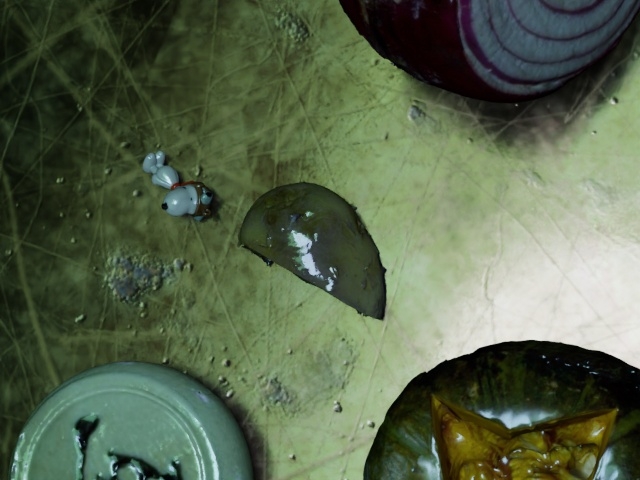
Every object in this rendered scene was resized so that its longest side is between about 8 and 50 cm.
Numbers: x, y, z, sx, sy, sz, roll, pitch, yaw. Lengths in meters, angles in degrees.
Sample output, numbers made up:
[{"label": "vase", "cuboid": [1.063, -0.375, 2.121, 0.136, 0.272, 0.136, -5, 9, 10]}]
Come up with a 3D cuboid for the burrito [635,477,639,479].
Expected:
[{"label": "burrito", "cuboid": [0.387, 0.319, 1.766, 0.175, 0.107, 0.347, -29, 116, -23]}]

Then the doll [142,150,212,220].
[{"label": "doll", "cuboid": [-0.147, -0.055, 2.043, 0.085, 0.058, 0.040, 61, 139, 40]}]

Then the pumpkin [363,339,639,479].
[{"label": "pumpkin", "cuboid": [0.191, 0.247, 1.848, 0.320, 0.192, 0.320, -1, 84, 11]}]

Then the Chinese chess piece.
[{"label": "Chinese chess piece", "cuboid": [-0.191, 0.246, 1.985, 0.250, 0.101, 0.250, -2, 83, 14]}]

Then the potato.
[{"label": "potato", "cuboid": [0.000, 0.000, 1.975, 0.172, 0.089, 0.100, 32, 89, 16]}]

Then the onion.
[{"label": "onion", "cuboid": [0.162, -0.297, 1.889, 0.336, 0.282, 0.260, -52, 42, -9]}]
